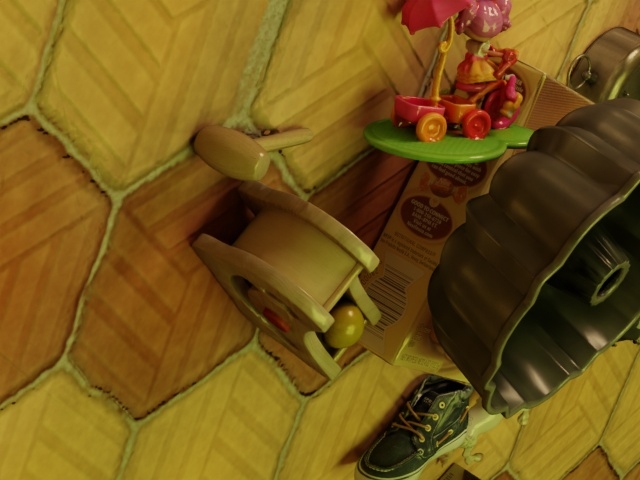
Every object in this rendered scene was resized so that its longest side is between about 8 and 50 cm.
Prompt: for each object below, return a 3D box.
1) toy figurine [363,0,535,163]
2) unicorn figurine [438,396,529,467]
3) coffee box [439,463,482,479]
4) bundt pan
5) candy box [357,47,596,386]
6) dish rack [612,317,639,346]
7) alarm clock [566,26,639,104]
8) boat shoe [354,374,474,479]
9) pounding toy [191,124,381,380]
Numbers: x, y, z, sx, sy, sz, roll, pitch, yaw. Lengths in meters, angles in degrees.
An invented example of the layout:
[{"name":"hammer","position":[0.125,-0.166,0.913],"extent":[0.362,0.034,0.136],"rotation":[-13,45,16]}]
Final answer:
[{"name":"toy figurine","position":[0.130,-0.163,1.628],"extent":[0.173,0.130,0.159],"rotation":[-4,111,-27]},{"name":"unicorn figurine","position":[0.191,0.190,2.062],"extent":[0.162,0.060,0.111],"rotation":[-53,148,-11]},{"name":"coffee box","position":[0.221,0.408,2.057],"extent":[0.168,0.297,0.119],"rotation":[-44,145,-24]},{"name":"bundt pan","position":[0.226,0.003,1.690],"extent":[0.331,0.124,0.331],"rotation":[-37,154,-22]},{"name":"candy box","position":[0.156,-0.020,1.814],"extent":[0.183,0.087,0.316],"rotation":[18,101,-58]},{"name":"dish rack","position":[0.348,0.022,2.079],"extent":[0.271,0.074,0.208],"rotation":[91,21,-85]},{"name":"alarm clock","position":[0.310,-0.163,1.946],"extent":[0.192,0.064,0.129],"rotation":[13,105,-54]},{"name":"boat shoe","position":[0.100,0.199,1.946],"extent":[0.183,0.065,0.083],"rotation":[-29,135,-49]},{"name":"pounding toy","position":[0.000,0.000,1.547],"extent":[0.155,0.154,0.269],"rotation":[-52,148,-13]}]
